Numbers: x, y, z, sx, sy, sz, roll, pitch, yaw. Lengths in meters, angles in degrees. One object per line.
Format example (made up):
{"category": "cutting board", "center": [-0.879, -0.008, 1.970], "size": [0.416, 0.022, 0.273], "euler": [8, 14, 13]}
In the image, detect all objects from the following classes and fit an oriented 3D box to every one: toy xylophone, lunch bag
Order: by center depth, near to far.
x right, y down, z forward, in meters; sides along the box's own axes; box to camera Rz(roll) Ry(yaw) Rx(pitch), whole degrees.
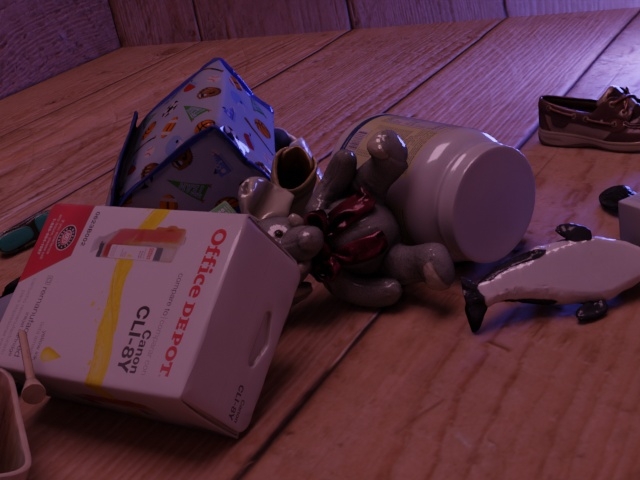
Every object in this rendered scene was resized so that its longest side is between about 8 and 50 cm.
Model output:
{"category": "toy xylophone", "center": [-0.435, 0.248, 1.189], "size": [0.081, 0.236, 0.323], "euler": [11, 8, -28]}
{"category": "lunch bag", "center": [-0.302, -0.157, 1.928], "size": [0.385, 0.239, 0.328], "euler": [-34, 30, 21]}

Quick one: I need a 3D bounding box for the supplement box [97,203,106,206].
{"category": "supplement box", "center": [-0.510, -0.053, 2.104], "size": [0.098, 0.036, 0.062], "euler": [-18, 24, -14]}

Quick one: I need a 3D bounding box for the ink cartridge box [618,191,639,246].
{"category": "ink cartridge box", "center": [0.570, -0.018, 1.406], "size": [0.176, 0.127, 0.128], "euler": [-22, 25, -21]}

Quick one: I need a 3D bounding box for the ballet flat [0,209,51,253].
{"category": "ballet flat", "center": [-0.653, -0.024, 2.080], "size": [0.188, 0.070, 0.070], "euler": [-22, 25, -30]}

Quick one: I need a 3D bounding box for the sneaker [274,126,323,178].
{"category": "sneaker", "center": [-0.109, -0.202, 2.107], "size": [0.114, 0.152, 0.305], "euler": [-36, 32, -29]}

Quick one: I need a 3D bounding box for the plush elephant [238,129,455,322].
{"category": "plush elephant", "center": [0.000, 0.000, 1.479], "size": [0.255, 0.271, 0.330], "euler": [-14, -5, -37]}

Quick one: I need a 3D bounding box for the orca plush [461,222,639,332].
{"category": "orca plush", "center": [0.355, 0.075, 1.399], "size": [0.287, 0.102, 0.151], "euler": [-26, 70, -7]}

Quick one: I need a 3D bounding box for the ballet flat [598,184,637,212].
{"category": "ballet flat", "center": [0.554, -0.061, 1.635], "size": [0.057, 0.049, 0.173], "euler": [-43, 22, -1]}

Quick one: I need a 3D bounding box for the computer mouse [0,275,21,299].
{"category": "computer mouse", "center": [-0.512, 0.082, 1.718], "size": [0.184, 0.060, 0.262], "euler": [-31, 3, -32]}

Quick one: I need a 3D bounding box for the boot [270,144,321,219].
{"category": "boot", "center": [-0.043, -0.104, 1.735], "size": [0.095, 0.203, 0.262], "euler": [15, 43, 8]}

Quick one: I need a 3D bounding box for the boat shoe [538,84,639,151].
{"category": "boat shoe", "center": [0.624, -0.268, 1.948], "size": [0.342, 0.123, 0.123], "euler": [9, 31, 39]}

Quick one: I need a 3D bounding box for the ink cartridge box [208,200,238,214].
{"category": "ink cartridge box", "center": [-0.237, 0.040, 1.618], "size": [0.154, 0.093, 0.212], "euler": [-41, 2, 43]}

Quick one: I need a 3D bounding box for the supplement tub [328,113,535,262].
{"category": "supplement tub", "center": [0.190, -0.093, 1.618], "size": [0.235, 0.235, 0.325], "euler": [-26, 28, -29]}

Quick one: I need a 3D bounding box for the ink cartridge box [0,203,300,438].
{"category": "ink cartridge box", "center": [-0.259, 0.104, 1.332], "size": [0.385, 0.160, 0.279], "euler": [4, 64, 31]}

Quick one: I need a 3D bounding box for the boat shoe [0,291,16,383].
{"category": "boat shoe", "center": [-0.513, 0.191, 1.480], "size": [0.113, 0.105, 0.306], "euler": [-2, 32, 12]}
